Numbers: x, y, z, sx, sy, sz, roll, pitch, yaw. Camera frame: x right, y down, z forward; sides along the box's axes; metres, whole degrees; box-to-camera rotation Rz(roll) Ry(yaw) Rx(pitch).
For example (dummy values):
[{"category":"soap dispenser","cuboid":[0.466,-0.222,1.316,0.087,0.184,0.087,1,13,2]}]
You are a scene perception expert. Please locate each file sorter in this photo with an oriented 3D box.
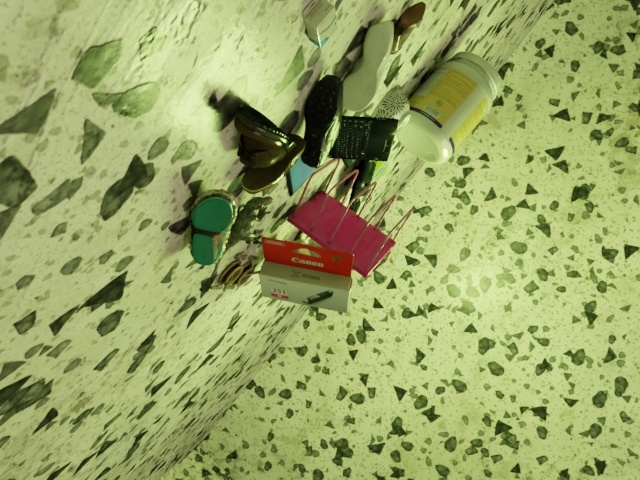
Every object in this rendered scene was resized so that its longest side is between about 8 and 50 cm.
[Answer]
[{"category":"file sorter","cuboid":[0.095,-0.081,1.537,0.202,0.291,0.182,-41,163,-47]}]

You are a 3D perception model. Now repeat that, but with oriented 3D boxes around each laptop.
[{"category":"laptop","cuboid":[0.052,-0.205,1.337,0.234,0.265,0.136,91,3,-75]}]

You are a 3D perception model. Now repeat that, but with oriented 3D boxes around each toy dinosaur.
[{"category":"toy dinosaur","cuboid":[-0.174,-0.026,1.242,0.118,0.064,0.268,-24,154,-54]}]

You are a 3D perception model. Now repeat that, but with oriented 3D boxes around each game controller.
[{"category":"game controller","cuboid":[0.137,-0.200,1.861,0.166,0.067,0.319,-60,172,-18]}]

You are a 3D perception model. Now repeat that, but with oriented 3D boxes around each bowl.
[{"category":"bowl","cuboid":[0.223,-0.380,1.615,0.170,0.080,0.170,-47,169,-12]}]

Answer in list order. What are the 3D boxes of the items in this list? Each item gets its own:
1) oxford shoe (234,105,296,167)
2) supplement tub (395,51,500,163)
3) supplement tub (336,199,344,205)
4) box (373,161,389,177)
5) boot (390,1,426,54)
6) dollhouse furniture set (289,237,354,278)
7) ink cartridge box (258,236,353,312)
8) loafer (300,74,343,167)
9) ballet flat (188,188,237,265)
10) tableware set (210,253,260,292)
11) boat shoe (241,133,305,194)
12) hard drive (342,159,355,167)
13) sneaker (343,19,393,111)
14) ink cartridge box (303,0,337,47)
[{"category":"oxford shoe","cuboid":[-0.109,-0.171,0.940,0.096,0.083,0.227,-47,169,4]},{"category":"supplement tub","cuboid":[0.431,-0.453,1.794,0.331,0.241,0.241,-49,169,-9]},{"category":"supplement tub","cuboid":[0.048,-0.083,1.841,0.106,0.106,0.198,-51,170,3]},{"category":"box","cuboid":[0.217,-0.275,2.061,0.109,0.042,0.178,-52,170,7]},{"category":"boot","cuboid":[0.199,-0.496,1.238,0.118,0.042,0.087,-48,176,-6]},{"category":"dollhouse furniture set","cuboid":[0.000,0.000,1.752,0.304,0.173,0.355,-14,-154,33]},{"category":"ink cartridge box","cuboid":[-0.043,0.106,1.534,0.238,0.276,0.060,90,13,-53]},{"category":"loafer","cuboid":[0.006,-0.259,1.129,0.078,0.076,0.223,-56,168,-44]},{"category":"ballet flat","cuboid":[-0.212,-0.040,1.020,0.241,0.091,0.077,123,-19,-50]},{"category":"tableware set","cuboid":[-0.230,0.102,1.491,0.128,0.039,0.194,-51,170,2]},{"category":"boat shoe","cuboid":[-0.096,-0.151,1.105,0.178,0.064,0.060,-48,168,-28]},{"category":"hard drive","cuboid":[0.104,-0.278,1.619,0.094,0.022,0.135,-51,170,2]},{"category":"sneaker","cuboid":[0.115,-0.387,1.172,0.094,0.080,0.212,-57,176,-47]},{"category":"ink cartridge box","cuboid":[0.001,-0.364,0.869,0.048,0.028,0.083,-50,169,-3]}]
